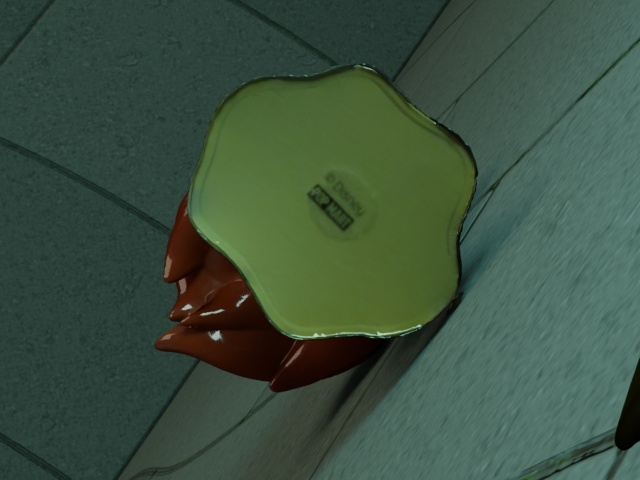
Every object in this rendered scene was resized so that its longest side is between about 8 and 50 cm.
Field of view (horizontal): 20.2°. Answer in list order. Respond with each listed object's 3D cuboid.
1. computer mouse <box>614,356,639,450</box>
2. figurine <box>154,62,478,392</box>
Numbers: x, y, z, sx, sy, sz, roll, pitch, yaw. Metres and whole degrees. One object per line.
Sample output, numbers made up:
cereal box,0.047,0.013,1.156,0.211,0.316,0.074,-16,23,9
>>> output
computer mouse,0.144,-0.036,0.341,0.158,0.072,0.310,-53,3,-22
figurine,-0.004,-0.008,1.106,0.257,0.181,0.208,75,-157,-87
